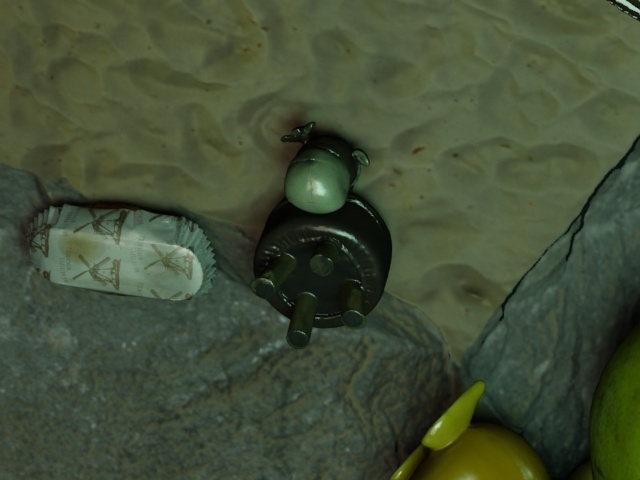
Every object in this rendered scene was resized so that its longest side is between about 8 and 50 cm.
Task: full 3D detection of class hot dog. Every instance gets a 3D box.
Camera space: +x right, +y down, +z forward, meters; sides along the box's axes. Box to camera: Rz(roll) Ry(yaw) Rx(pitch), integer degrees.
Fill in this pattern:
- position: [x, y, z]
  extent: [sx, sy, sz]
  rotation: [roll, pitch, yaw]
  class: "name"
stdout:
- position: [-0.195, 0.012, 1.741]
  extent: [0.192, 0.053, 0.099]
  rotation: [4, 114, 13]
  class: "hot dog"

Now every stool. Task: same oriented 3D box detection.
- position: [0.000, 0.000, 1.661]
  extent: [0.125, 0.121, 0.217]
  rotation: [7, 120, 10]
  class: "stool"

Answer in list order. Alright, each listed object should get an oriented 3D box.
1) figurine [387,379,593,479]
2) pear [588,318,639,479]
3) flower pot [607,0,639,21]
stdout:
- position: [0.176, 0.267, 1.695]
  extent: [0.228, 0.215, 0.215]
  rotation: [24, 116, -5]
  class: "figurine"
- position: [0.364, 0.173, 1.587]
  extent: [0.253, 0.253, 0.307]
  rotation: [19, 106, 2]
  class: "pear"
- position: [0.331, -0.272, 1.488]
  extent: [0.179, 0.084, 0.251]
  rotation: [32, 116, -4]
  class: "flower pot"
